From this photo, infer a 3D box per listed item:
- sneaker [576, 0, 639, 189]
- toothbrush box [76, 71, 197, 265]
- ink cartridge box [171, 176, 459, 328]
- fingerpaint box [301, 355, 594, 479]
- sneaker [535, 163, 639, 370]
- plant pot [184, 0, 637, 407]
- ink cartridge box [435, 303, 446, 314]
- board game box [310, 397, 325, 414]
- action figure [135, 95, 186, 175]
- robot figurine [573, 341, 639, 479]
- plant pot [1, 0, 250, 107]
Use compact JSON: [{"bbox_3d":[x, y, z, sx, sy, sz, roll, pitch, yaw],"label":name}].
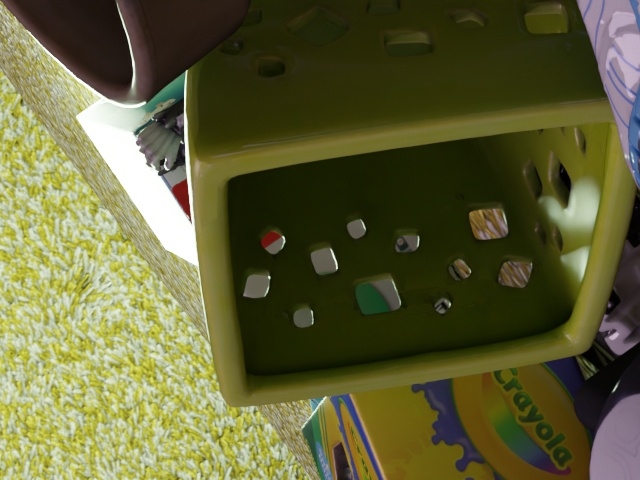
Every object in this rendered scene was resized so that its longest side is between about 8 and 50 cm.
[{"bbox_3d":[0.145,-0.102,0.637,0.083,0.071,0.190,47,157,51],"label":"sneaker"},{"bbox_3d":[-0.156,-0.086,1.743,0.216,0.126,0.295,57,165,-19],"label":"toothbrush box"},{"bbox_3d":[0.000,0.000,1.316,0.224,0.181,0.056,59,165,-17],"label":"ink cartridge box"},{"bbox_3d":[0.145,0.298,1.077,0.371,0.163,0.444,114,135,-76],"label":"fingerpaint box"},{"bbox_3d":[0.188,0.030,0.978,0.234,0.078,0.106,54,164,-13],"label":"sneaker"},{"bbox_3d":[0.033,-0.061,0.818,0.228,0.227,0.207,89,171,-51],"label":"plant pot"},{"bbox_3d":[0.080,0.101,1.501,0.203,0.086,0.148,53,166,-1],"label":"ink cartridge box"},{"bbox_3d":[0.144,0.314,1.634,0.336,0.079,0.253,32,147,31],"label":"board game box"},{"bbox_3d":[-0.087,-0.092,1.446,0.164,0.141,0.276,38,162,-8],"label":"action figure"},{"bbox_3d":[0.265,0.136,0.800,0.209,0.173,0.278,21,-175,-31],"label":"robot figurine"},{"bbox_3d":[-0.065,-0.267,0.652,0.323,0.280,0.323,50,166,18],"label":"plant pot"}]
